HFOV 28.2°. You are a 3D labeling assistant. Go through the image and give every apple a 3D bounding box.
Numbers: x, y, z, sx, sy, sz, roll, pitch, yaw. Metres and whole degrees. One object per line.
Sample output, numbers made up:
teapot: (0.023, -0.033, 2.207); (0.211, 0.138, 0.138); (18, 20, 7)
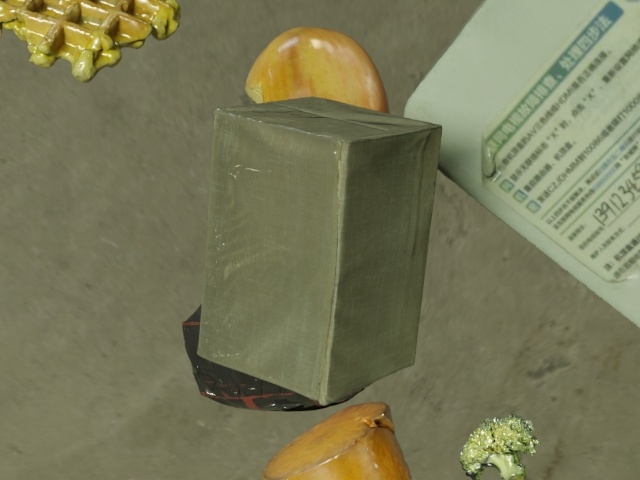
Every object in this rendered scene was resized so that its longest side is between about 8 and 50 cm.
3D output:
apple: (-0.009, -0.167, 1.563); (0.199, 0.199, 0.199); (0, 80, 2)

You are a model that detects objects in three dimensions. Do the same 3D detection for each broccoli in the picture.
broccoli: (0.229, 0.272, 1.633); (0.097, 0.095, 0.092); (-18, 62, -5)

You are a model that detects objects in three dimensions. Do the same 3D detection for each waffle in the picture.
waffle: (-0.309, -0.284, 1.425); (0.300, 0.058, 0.281); (35, 47, 25)

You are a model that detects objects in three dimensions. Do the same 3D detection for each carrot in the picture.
carrot: (0.062, 0.365, 1.673); (0.196, 0.196, 0.254); (-28, 95, -3)

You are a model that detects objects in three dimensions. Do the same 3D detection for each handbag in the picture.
handbag: (-0.023, 0.106, 1.407); (0.215, 0.169, 0.155); (-4, 105, 30)

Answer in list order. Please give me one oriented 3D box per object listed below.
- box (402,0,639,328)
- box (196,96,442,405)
box: (0.327, -0.138, 1.223); (0.396, 0.111, 0.396); (38, 124, -3)
box: (0.000, 0.000, 1.136); (0.149, 0.155, 0.231); (17, 111, 34)
